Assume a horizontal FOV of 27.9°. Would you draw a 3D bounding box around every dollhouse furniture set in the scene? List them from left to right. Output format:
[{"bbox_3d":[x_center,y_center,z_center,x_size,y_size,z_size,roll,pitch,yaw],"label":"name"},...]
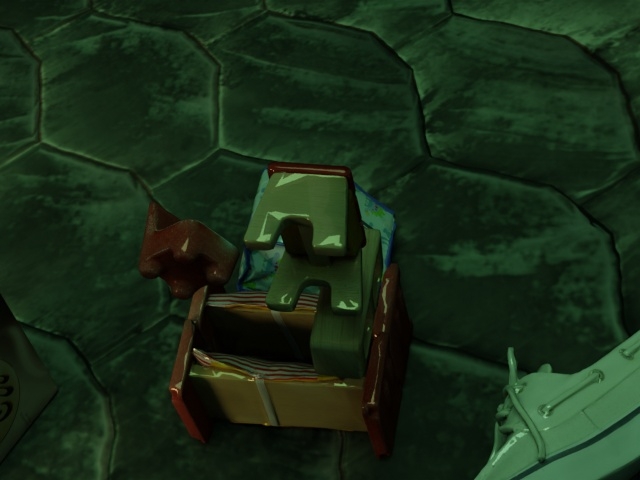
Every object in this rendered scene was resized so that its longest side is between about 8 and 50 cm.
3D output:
[{"bbox_3d":[-0.041,0.040,1.120,0.201,0.374,0.152,4,56,13],"label":"dollhouse furniture set"}]

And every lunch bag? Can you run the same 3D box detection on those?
[{"bbox_3d":[0.000,0.000,1.320,0.151,0.096,0.129,13,40,-1],"label":"lunch bag"}]

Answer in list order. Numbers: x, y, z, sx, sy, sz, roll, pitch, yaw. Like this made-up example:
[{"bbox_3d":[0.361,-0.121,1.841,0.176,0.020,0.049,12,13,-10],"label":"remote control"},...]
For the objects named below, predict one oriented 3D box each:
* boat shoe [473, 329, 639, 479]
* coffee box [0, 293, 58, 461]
[{"bbox_3d":[0.207,0.162,1.122,0.367,0.136,0.156,-32,52,-18],"label":"boat shoe"},{"bbox_3d":[-0.379,0.101,1.187,0.118,0.297,0.168,21,58,26],"label":"coffee box"}]
